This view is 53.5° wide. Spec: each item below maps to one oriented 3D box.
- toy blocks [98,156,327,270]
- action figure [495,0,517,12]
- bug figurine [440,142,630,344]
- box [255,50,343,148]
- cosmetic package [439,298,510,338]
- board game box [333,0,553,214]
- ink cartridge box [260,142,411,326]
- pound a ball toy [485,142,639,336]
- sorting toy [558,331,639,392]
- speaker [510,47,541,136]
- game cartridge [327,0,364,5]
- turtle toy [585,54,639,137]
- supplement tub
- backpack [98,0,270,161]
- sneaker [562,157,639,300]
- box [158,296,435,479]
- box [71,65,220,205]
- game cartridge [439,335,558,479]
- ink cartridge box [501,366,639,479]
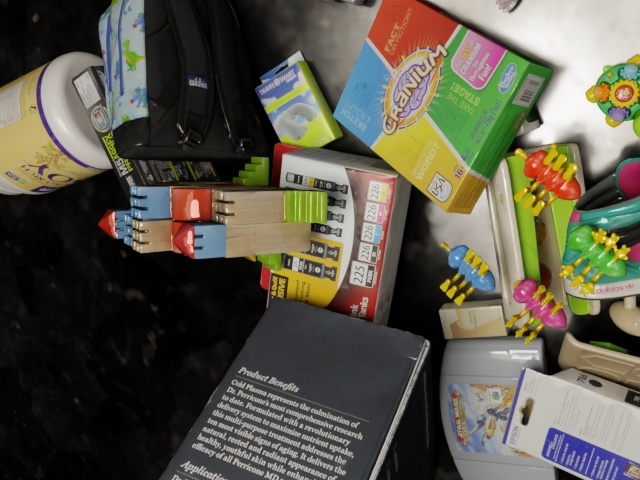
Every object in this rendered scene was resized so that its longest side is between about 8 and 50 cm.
[{"bbox_3d":[-0.200,-0.041,1.036,0.381,0.261,0.190,14,105,57],"label":"toy blocks"},{"bbox_3d":[0.310,-0.514,0.887,0.276,0.248,0.370,-44,82,2],"label":"action figure"},{"bbox_3d":[0.300,0.012,0.894,0.216,0.072,0.279,50,130,22],"label":"bug figurine"},{"bbox_3d":[-0.045,-0.250,1.193,0.109,0.042,0.178,-25,94,29],"label":"box"},{"bbox_3d":[0.279,0.142,1.147,0.115,0.041,0.060,-10,100,28],"label":"cosmetic package"},{"bbox_3d":[0.171,-0.227,1.001,0.316,0.064,0.242,47,123,39],"label":"board game box"},{"bbox_3d":[0.000,0.000,1.136,0.272,0.130,0.309,13,108,19],"label":"ink cartridge box"},{"bbox_3d":[0.387,0.005,1.021,0.208,0.136,0.319,-12,98,-2],"label":"pound a ball toy"},{"bbox_3d":[0.487,0.203,1.000,0.208,0.193,0.038,18,73,23],"label":"sorting toy"},{"bbox_3d":[0.303,-0.235,1.017,0.055,0.055,0.136,-19,95,29],"label":"speaker"},{"bbox_3d":[-0.054,-0.565,1.097,0.355,0.068,0.230,26,119,17],"label":"game cartridge"},{"bbox_3d":[0.460,-0.207,0.940,0.095,0.066,0.130,-39,86,30],"label":"turtle toy"},{"bbox_3d":[-0.571,-0.233,1.344,0.331,0.241,0.240,-14,98,29],"label":"supplement tub"},{"bbox_3d":[-0.261,-0.320,1.147,0.273,0.290,0.355,2,96,46],"label":"backpack"},{"bbox_3d":[0.484,-0.033,0.899,0.296,0.124,0.178,-12,107,-1],"label":"sneaker"},{"bbox_3d":[-0.018,0.440,1.041,0.298,0.471,0.479,14,140,24],"label":"box"},{"bbox_3d":[-0.334,-0.211,1.247,0.060,0.216,0.270,-22,95,30],"label":"box"},{"bbox_3d":[0.324,0.320,1.172,0.198,0.062,0.297,-6,102,23],"label":"game cartridge"},{"bbox_3d":[0.474,0.318,1.017,0.333,0.065,0.165,19,115,26],"label":"ink cartridge box"}]
